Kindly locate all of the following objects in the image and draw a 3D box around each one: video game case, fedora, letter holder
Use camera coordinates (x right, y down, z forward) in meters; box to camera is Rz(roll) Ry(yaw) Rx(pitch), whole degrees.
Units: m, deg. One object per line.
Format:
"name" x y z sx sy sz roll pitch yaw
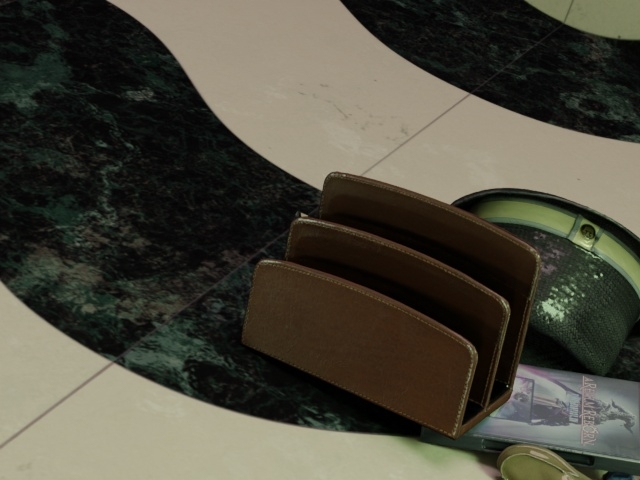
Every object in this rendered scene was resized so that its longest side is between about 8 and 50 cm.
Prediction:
"video game case" 0.266 0.207 2.030 0.274 0.026 0.196 8 24 6
"fedora" 0.285 0.080 2.170 0.334 0.334 0.152 21 60 4
"letter holder" 0.084 0.063 1.985 0.302 0.214 0.152 22 25 25

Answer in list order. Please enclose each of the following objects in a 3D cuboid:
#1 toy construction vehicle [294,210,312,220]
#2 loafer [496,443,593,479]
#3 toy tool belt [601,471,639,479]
"toy construction vehicle" 0.000 0.000 2.318 0.086 0.035 0.098 23 26 -19
"loafer" 0.269 0.280 1.915 0.148 0.056 0.050 24 20 9
"toy tool belt" 0.351 0.293 1.952 0.052 0.051 0.083 17 26 -4
